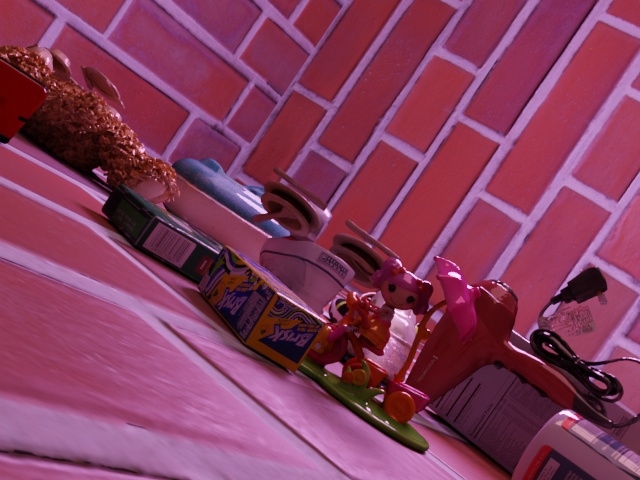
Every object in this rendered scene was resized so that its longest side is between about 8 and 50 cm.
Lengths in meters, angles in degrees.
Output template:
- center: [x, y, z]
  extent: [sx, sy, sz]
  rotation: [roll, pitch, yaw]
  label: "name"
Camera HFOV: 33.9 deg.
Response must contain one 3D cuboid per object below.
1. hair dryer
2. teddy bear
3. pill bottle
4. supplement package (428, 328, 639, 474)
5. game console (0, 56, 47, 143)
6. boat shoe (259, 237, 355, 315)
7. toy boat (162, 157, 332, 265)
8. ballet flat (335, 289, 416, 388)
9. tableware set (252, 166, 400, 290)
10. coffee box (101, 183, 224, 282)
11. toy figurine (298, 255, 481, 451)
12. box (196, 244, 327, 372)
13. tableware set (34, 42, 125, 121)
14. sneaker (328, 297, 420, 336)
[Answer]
- center: [0.233, 0.134, 1.251]
  extent: [0.223, 0.293, 0.080]
  rotation: [-100, 172, -45]
  label: "hair dryer"
- center: [-0.330, -0.162, 1.457]
  extent: [0.338, 0.113, 0.245]
  rotation: [34, -2, 13]
  label: "teddy bear"
- center: [0.292, 0.262, 1.052]
  extent: [0.180, 0.108, 0.108]
  rotation: [35, 1, 29]
  label: "pill bottle"
- center: [0.283, 0.228, 1.365]
  extent: [0.203, 0.149, 0.194]
  rotation: [36, 2, 41]
  label: "supplement package"
- center: [-0.382, -0.176, 1.129]
  extent: [0.144, 0.124, 0.085]
  rotation: [33, 27, -30]
  label: "game console"
- center: [-0.039, 0.052, 1.290]
  extent: [0.095, 0.084, 0.258]
  rotation: [35, -10, -8]
  label: "boat shoe"
- center: [-0.099, -0.032, 1.656]
  extent: [0.267, 0.148, 0.318]
  rotation: [34, 0, -37]
  label: "toy boat"
- center: [0.074, 0.112, 1.378]
  extent: [0.107, 0.106, 0.316]
  rotation: [34, 1, -5]
  label: "ballet flat"
- center: [0.000, 0.000, 1.286]
  extent: [0.194, 0.039, 0.128]
  rotation: [37, -20, 7]
  label: "tableware set"
- center: [-0.135, 0.013, 1.118]
  extent: [0.184, 0.040, 0.113]
  rotation: [33, 1, -37]
  label: "coffee box"
- center: [0.070, 0.082, 0.980]
  extent: [0.173, 0.159, 0.130]
  rotation: [33, 0, 4]
  label: "toy figurine"
- center: [-0.058, 0.058, 0.963]
  extent: [0.059, 0.054, 0.169]
  rotation: [33, 1, -25]
  label: "box"
- center: [-0.344, -0.221, 1.523]
  extent: [0.169, 0.020, 0.141]
  rotation: [32, -21, 18]
  label: "tableware set"
- center: [0.097, 0.130, 1.701]
  extent: [0.084, 0.097, 0.235]
  rotation: [34, 0, -30]
  label: "sneaker"
